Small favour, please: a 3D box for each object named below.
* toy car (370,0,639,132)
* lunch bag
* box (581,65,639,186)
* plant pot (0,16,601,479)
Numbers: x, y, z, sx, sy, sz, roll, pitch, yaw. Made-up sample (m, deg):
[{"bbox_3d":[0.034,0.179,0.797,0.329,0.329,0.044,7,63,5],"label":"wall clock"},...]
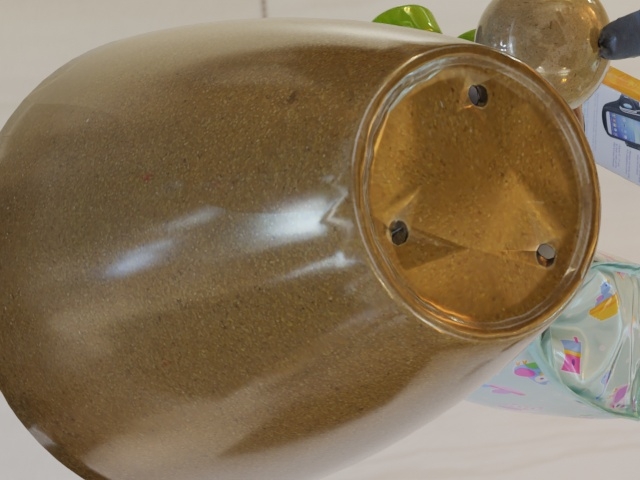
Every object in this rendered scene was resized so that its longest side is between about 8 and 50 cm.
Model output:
[{"bbox_3d":[0.144,-0.112,1.246,0.149,0.188,0.155,10,46,-45],"label":"toy car"},{"bbox_3d":[0.136,0.055,1.636,0.223,0.262,0.160,11,88,31],"label":"lunch bag"},{"bbox_3d":[0.255,-0.081,1.563,0.136,0.081,0.028,30,50,33],"label":"box"},{"bbox_3d":[0.000,0.000,0.876,0.237,0.254,0.237,4,81,-29],"label":"plant pot"}]
